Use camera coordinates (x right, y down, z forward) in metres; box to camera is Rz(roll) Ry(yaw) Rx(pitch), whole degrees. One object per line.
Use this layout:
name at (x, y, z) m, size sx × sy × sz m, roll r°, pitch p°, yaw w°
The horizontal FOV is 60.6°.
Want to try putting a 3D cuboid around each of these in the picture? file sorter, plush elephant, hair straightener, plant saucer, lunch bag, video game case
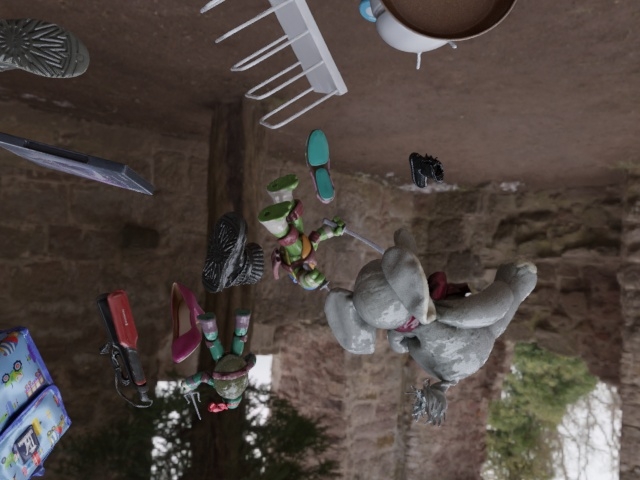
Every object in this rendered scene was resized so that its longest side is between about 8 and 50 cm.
file sorter at (-0.104, -0.397, 1.131) m, size 0.173 × 0.278 × 0.193 m, roll -32°, pitch -156°, yaw -7°
plush elephant at (0.160, 0.102, 0.923) m, size 0.271 × 0.255 × 0.330 m, roll -28°, pitch -162°, yaw 45°
hair straightener at (-0.367, 0.206, 1.020) m, size 0.089 × 0.231 × 0.047 m, roll -11°, pitch -169°, yaw 36°
plant saucer at (0.165, -0.351, 0.732) m, size 0.198 × 0.199 × 0.036 m, roll 4°, pitch 172°, yaw 1°
lunch bag at (-0.596, 0.341, 1.005) m, size 0.138 × 0.293 × 0.221 m, roll -4°, pitch -149°, yaw 17°
video game case at (-0.506, -0.158, 1.141) m, size 0.274 × 0.026 × 0.196 m, roll 14°, pitch 173°, yaw 1°

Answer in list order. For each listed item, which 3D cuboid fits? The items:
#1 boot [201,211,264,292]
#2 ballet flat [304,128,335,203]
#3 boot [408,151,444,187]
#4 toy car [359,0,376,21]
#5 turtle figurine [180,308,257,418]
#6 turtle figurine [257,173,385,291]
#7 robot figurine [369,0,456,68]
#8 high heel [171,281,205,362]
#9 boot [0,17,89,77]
boot at (-0.304, 0.034, 2.103) m, size 0.131 × 0.348 × 0.260 m, roll 38°, pitch -152°, yaw 26°
ballet flat at (-0.008, -0.216, 1.633) m, size 0.076 × 0.222 × 0.079 m, roll -11°, pitch 179°, yaw -18°
boot at (0.283, -0.174, 1.435) m, size 0.045 × 0.121 × 0.099 m, roll -36°, pitch -142°, yaw -16°
toy car at (0.254, -0.627, 1.406) m, size 0.238 × 0.219 × 0.210 m, roll 35°, pitch 155°, yaw -35°
turtle figurine at (-0.200, 0.270, 1.174) m, size 0.175 × 0.234 × 0.118 m, roll -7°, pitch -168°, yaw -39°
turtle figurine at (0.000, 0.000, 1.139) m, size 0.274 × 0.198 × 0.266 m, roll 17°, pitch 147°, yaw 43°
robot figurine at (0.186, -0.534, 1.088) m, size 0.199 × 0.354 × 0.300 m, roll -16°, pitch -176°, yaw -12°
high heel at (-0.347, 0.197, 1.351) m, size 0.082 × 0.117 × 0.244 m, roll -29°, pitch -159°, yaw 15°
boot at (-0.437, -0.269, 0.789) m, size 0.189 × 0.076 × 0.208 m, roll 8°, pitch -177°, yaw -25°
